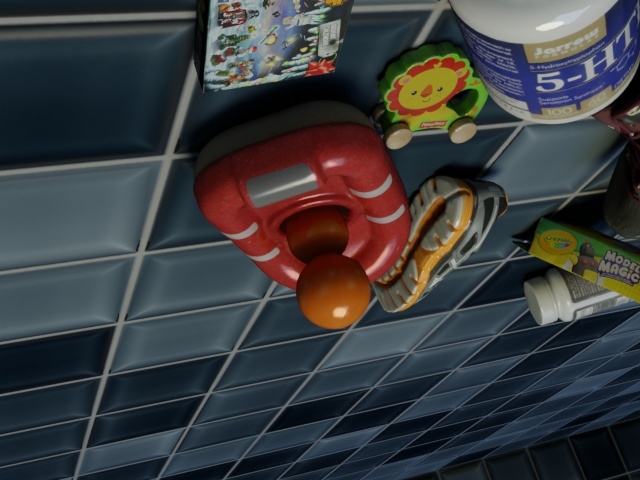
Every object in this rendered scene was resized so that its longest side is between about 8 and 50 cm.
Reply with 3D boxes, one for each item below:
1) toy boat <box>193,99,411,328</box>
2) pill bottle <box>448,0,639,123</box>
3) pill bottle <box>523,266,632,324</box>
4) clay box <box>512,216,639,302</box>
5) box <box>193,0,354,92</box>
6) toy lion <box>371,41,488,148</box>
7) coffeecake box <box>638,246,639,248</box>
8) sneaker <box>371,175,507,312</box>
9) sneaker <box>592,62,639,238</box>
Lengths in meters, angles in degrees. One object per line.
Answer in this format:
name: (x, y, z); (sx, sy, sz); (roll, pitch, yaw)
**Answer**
toy boat: (0.000, 0.000, 0.747); (0.151, 0.151, 0.231); (-18, 158, 10)
pill bottle: (0.133, -0.155, 0.552); (0.112, 0.112, 0.187); (-24, 157, 13)
pill bottle: (0.356, 0.066, 1.269); (0.137, 0.078, 0.078); (-17, 157, -2)
clay box: (0.346, 0.027, 1.078); (0.127, 0.222, 0.053); (8, 106, -48)
box: (-0.027, -0.146, 0.561); (0.094, 0.027, 0.137); (-13, 157, -15)
toy lion: (0.089, -0.116, 0.720); (0.100, 0.034, 0.096); (-7, 147, -25)
coffeecake box: (0.530, 0.057, 1.239); (0.068, 0.185, 0.142); (-5, 154, -27)
sneaker: (0.118, 0.009, 0.958); (0.083, 0.084, 0.215); (-10, 156, -31)
sneaker: (0.285, -0.100, 0.832); (0.163, 0.106, 0.281); (-3, 144, -18)
